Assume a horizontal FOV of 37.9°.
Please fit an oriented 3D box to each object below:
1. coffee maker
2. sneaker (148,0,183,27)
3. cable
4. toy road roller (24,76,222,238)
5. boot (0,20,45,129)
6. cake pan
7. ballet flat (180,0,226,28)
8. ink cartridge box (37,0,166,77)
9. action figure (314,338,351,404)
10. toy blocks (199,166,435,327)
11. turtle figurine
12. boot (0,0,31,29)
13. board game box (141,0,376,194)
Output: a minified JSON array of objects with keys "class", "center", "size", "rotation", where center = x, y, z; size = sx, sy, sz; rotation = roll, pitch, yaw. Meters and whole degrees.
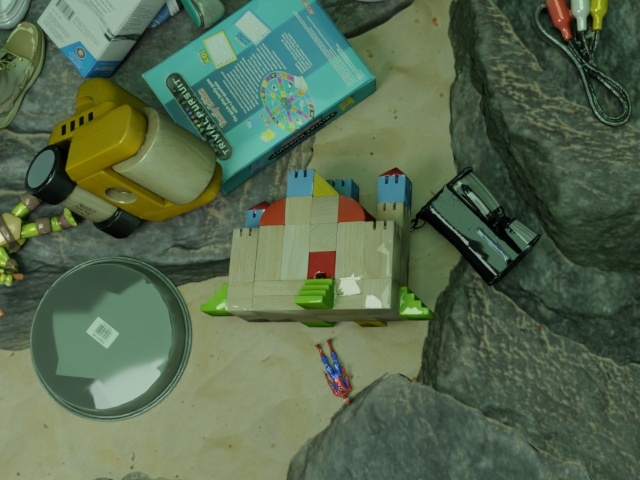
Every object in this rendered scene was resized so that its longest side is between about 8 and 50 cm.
[{"class":"coffee maker","center":[0.258,-0.008,1.599],"size":[0.178,0.120,0.171],"rotation":[48,115,11]},{"class":"sneaker","center":[-0.355,-0.482,1.733],"size":[0.211,0.080,0.081],"rotation":[43,84,10]},{"class":"cable","center":[0.463,-0.336,1.650],"size":[0.139,0.072,0.287],"rotation":[-12,80,8]},{"class":"toy road roller","center":[-0.327,-0.168,1.578],"size":[0.329,0.202,0.241],"rotation":[-15,58,37]},{"class":"boot","center":[-0.577,-0.317,1.677],"size":[0.077,0.165,0.213],"rotation":[21,84,7]},{"class":"cake pan","center":[-0.375,0.169,1.634],"size":[0.293,0.054,0.293],"rotation":[-1,79,4]},{"class":"ballet flat","center":[-0.246,-0.474,1.674],"size":[0.068,0.072,0.213],"rotation":[-35,83,-17]},{"class":"ink cartridge box","center":[-0.392,-0.416,1.681],"size":[0.203,0.086,0.148],"rotation":[-45,78,24]},{"class":"action figure","center":[0.025,0.228,1.607],"size":[0.038,0.030,0.115],"rotation":[-22,81,-5]},{"class":"toy blocks","center":[0.000,0.000,1.570],"size":[0.381,0.191,0.261],"rotation":[-3,73,21]},{"class":"turtle figurine","center":[-0.546,-0.010,1.662],"size":[0.217,0.087,0.270],"rotation":[-28,70,-9]},{"class":"boot","center":[-0.595,-0.535,1.738],"size":[0.095,0.123,0.259],"rotation":[3,80,5]},{"class":"board game box","center":[-0.109,-0.283,1.680],"size":[0.336,0.079,0.254],"rotation":[-35,79,-2]}]
